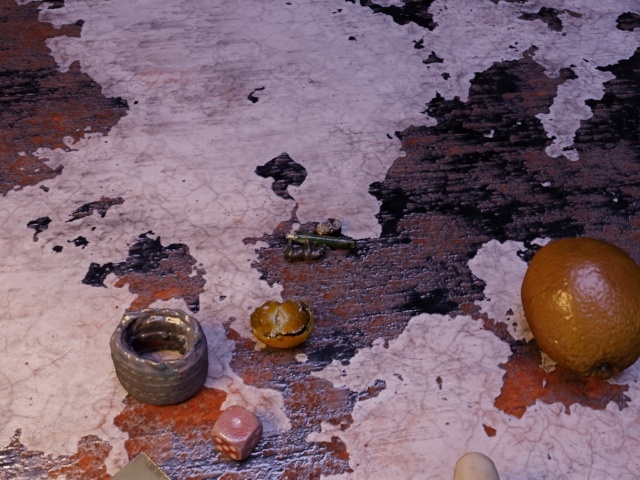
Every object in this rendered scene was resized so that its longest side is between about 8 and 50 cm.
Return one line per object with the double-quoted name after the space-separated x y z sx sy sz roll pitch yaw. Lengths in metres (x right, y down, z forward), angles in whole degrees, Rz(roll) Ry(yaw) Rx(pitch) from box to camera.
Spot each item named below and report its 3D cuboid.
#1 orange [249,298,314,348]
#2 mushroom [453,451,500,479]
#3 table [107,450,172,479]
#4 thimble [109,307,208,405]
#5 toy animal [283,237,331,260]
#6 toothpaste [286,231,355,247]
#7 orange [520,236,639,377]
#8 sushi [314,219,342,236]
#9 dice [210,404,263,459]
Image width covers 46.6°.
-0.095 0.220 1.926 0.160 0.112 0.170 -31 33 -14 "orange"
0.323 0.602 1.520 0.314 0.314 0.336 4 33 0 "mushroom"
-0.342 0.587 1.584 0.240 0.111 0.121 36 55 25 "table"
-0.391 0.274 1.818 0.236 0.172 0.205 20 47 16 "thimble"
-0.037 0.030 2.139 0.136 0.047 0.065 0 54 -6 "toy animal"
0.000 0.000 2.172 0.204 0.049 0.031 8 69 6 "toothpaste"
0.677 0.170 1.899 0.322 0.322 0.357 0 58 -4 "orange"
0.025 -0.030 2.208 0.083 0.044 0.046 -13 73 -13 "sushi"
-0.194 0.447 1.730 0.094 0.091 0.093 28 53 18 "dice"
